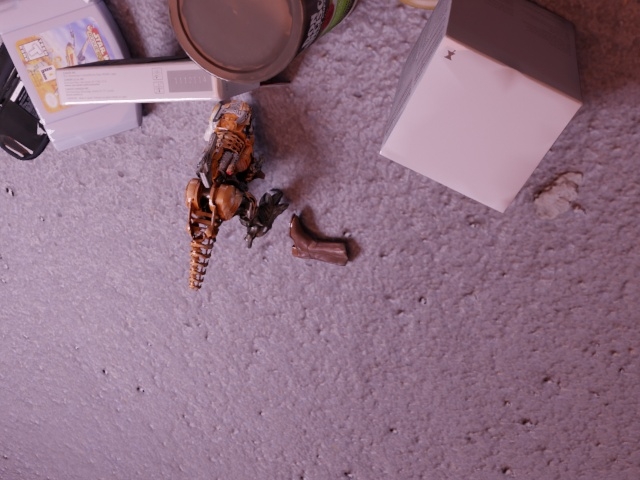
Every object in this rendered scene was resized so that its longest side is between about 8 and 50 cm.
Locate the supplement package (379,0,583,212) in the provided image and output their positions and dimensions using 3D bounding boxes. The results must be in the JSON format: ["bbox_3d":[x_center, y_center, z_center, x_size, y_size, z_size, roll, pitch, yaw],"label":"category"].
[{"bbox_3d":[0.227,-0.219,1.219,0.199,0.262,0.198,25,128,-6],"label":"supplement package"}]

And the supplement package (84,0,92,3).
[{"bbox_3d":[-0.345,-0.529,1.377,0.139,0.134,0.244,38,127,-2],"label":"supplement package"}]

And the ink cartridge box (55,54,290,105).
[{"bbox_3d":[-0.236,-0.272,1.421,0.297,0.261,0.066,2,107,22],"label":"ink cartridge box"}]

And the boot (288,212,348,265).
[{"bbox_3d":[0.000,0.000,1.611,0.114,0.037,0.106,11,136,21],"label":"boot"}]

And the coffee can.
[{"bbox_3d":[-0.072,-0.368,1.262,0.202,0.275,0.201,9,120,16],"label":"coffee can"}]

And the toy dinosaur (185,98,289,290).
[{"bbox_3d":[-0.183,-0.081,1.521,0.164,0.218,0.322,34,86,19],"label":"toy dinosaur"}]

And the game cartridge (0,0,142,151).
[{"bbox_3d":[-0.447,-0.323,1.559,0.198,0.062,0.297,-15,115,11],"label":"game cartridge"}]

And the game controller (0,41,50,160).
[{"bbox_3d":[-0.572,-0.289,1.680,0.166,0.067,0.319,34,129,-17],"label":"game controller"}]

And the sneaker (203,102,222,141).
[{"bbox_3d":[-0.186,-0.214,1.570,0.037,0.032,0.083,19,131,-5],"label":"sneaker"}]

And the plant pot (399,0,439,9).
[{"bbox_3d":[0.160,-0.453,1.268,0.237,0.032,0.236,12,124,18],"label":"plant pot"}]
